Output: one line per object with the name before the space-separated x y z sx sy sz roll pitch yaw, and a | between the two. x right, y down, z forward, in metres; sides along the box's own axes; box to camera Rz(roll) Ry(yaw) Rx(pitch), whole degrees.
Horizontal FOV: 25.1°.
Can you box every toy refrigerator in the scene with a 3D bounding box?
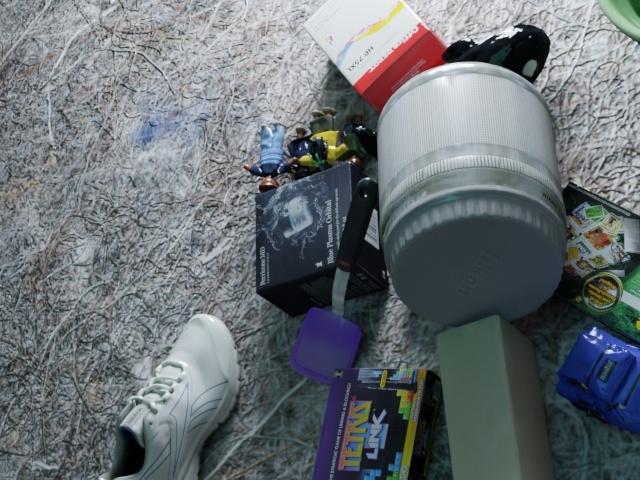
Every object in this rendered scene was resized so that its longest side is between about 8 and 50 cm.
toy refrigerator | 0.203 0.234 1.657 0.094 0.102 0.269 -21 56 25

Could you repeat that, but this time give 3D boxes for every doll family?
doll family | -0.017 -0.121 2.027 0.193 0.076 0.111 -15 63 34

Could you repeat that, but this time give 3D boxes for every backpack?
backpack | 0.333 0.161 1.606 0.120 0.101 0.098 27 90 38

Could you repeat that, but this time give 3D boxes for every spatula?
spatula | 0.029 0.053 1.826 0.084 0.030 0.296 23 121 16

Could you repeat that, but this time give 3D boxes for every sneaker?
sneaker | -0.200 0.232 1.926 0.111 0.129 0.297 4 67 39

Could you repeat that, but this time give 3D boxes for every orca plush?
orca plush | 0.165 -0.196 1.891 0.287 0.102 0.151 -21 73 24

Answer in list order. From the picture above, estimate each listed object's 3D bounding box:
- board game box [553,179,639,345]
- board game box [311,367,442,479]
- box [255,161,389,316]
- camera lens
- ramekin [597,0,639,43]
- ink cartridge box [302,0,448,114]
board game box | 0.360 0.036 1.701 0.260 0.030 0.136 33 85 42
board game box | 0.069 0.244 1.782 0.141 0.048 0.170 -3 65 33
box | 0.000 0.000 1.932 0.158 0.093 0.156 -19 57 28
camera lens | 0.179 -0.061 1.727 0.219 0.219 0.274 -23 42 24
ramekin | 0.492 -0.328 1.722 0.303 0.148 0.303 -17 58 28
ink cartridge box | 0.090 -0.270 2.022 0.134 0.078 0.231 -44 50 8
